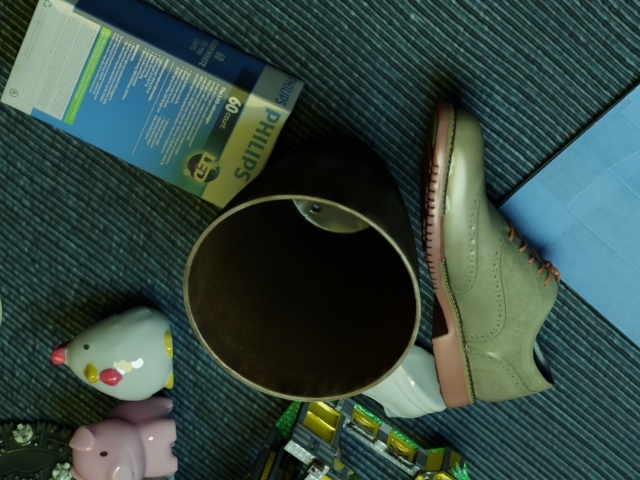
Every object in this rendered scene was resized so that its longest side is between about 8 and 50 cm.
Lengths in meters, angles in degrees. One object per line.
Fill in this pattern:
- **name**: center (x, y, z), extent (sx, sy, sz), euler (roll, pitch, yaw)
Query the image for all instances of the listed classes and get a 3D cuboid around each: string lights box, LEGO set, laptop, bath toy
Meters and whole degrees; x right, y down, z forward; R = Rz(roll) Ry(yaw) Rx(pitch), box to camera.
- **string lights box**: center (-0.163, -0.144, 1.673), extent (0.260, 0.077, 0.133), euler (26, 121, -4)
- **LEGO set**: center (-0.008, 0.314, 1.766), extent (0.255, 0.192, 0.331), euler (44, 110, -7)
- **laptop**: center (0.422, 0.022, 1.569), extent (0.382, 0.408, 0.236), euler (40, 86, -13)
- **bath toy**: center (-0.216, 0.236, 1.841), extent (0.129, 0.151, 0.348), euler (-3, 113, -7)

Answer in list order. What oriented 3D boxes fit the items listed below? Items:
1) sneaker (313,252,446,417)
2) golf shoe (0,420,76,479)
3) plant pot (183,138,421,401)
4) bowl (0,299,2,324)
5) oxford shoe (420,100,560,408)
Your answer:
- **sneaker**: center (0.040, 0.109, 1.784), extent (0.094, 0.080, 0.212), euler (-23, 113, 37)
- **golf shoe**: center (-0.372, 0.284, 1.960), extent (0.273, 0.105, 0.120), euler (-15, 147, 10)
- **plant pot**: center (0.000, 0.000, 1.634), extent (0.215, 0.230, 0.215), euler (4, 120, 8)
- **bowl**: center (-0.436, 0.083, 1.854), extent (0.170, 0.080, 0.170), euler (4, 119, 8)
- **oxford shoe**: center (0.167, 0.012, 1.683), extent (0.130, 0.123, 0.348), euler (-4, 128, 8)
